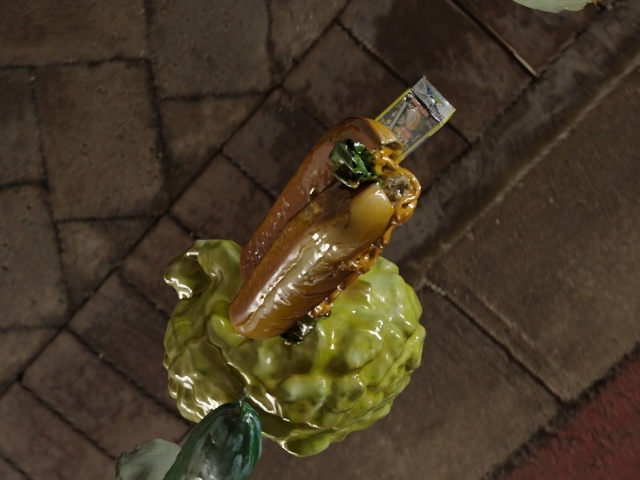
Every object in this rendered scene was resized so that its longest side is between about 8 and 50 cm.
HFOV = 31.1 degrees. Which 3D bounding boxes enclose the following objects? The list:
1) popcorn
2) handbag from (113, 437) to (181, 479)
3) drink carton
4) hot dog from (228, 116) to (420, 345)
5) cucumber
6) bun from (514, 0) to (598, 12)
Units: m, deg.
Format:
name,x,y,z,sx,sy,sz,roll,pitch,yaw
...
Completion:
name,x,y,z,sx,sy,sz,roll,pitch,yaw
popcorn,-0.038,0.080,1.085,0.251,0.206,0.237,47,116,14
handbag,-0.079,0.314,0.889,0.109,0.253,0.316,-30,110,5
drink carton,0.108,-0.154,1.623,0.071,0.056,0.165,47,133,-2
hot dog,0.000,0.000,0.590,0.055,0.072,0.188,21,149,-13
cucumber,-0.062,0.126,0.596,0.039,0.039,0.168,30,131,-8
bun,0.323,-0.386,1.471,0.293,0.293,0.187,-32,85,14
